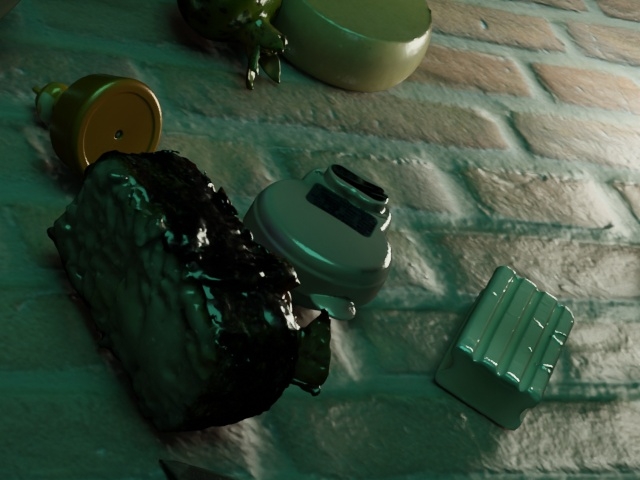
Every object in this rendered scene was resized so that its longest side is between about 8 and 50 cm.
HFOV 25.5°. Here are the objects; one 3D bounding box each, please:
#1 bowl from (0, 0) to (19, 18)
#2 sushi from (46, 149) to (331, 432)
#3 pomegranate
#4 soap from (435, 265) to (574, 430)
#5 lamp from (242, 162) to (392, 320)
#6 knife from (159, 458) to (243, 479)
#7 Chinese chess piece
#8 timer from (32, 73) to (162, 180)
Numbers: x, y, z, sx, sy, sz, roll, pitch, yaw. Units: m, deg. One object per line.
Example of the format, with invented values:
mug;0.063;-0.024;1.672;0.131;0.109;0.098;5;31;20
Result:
bowl;-0.480;-0.335;1.690;0.289;0.146;0.289;17;39;-15
sushi;-0.130;0.045;1.448;0.182;0.196;0.343;-16;56;-36
pomegranate;-0.119;-0.310;1.934;0.156;0.156;0.220;-5;80;-38
soap;0.225;0.126;1.701;0.119;0.066;0.198;34;37;3
lamp;-0.001;0.001;1.657;0.179;0.108;0.246;36;35;0
knife;-0.054;0.262;1.394;0.230;0.028;0.060;23;25;-6
Chinese chess piece;0.034;-0.334;2.078;0.273;0.102;0.273;18;40;-16
timer;-0.281;-0.145;1.652;0.152;0.132;0.132;26;28;38
